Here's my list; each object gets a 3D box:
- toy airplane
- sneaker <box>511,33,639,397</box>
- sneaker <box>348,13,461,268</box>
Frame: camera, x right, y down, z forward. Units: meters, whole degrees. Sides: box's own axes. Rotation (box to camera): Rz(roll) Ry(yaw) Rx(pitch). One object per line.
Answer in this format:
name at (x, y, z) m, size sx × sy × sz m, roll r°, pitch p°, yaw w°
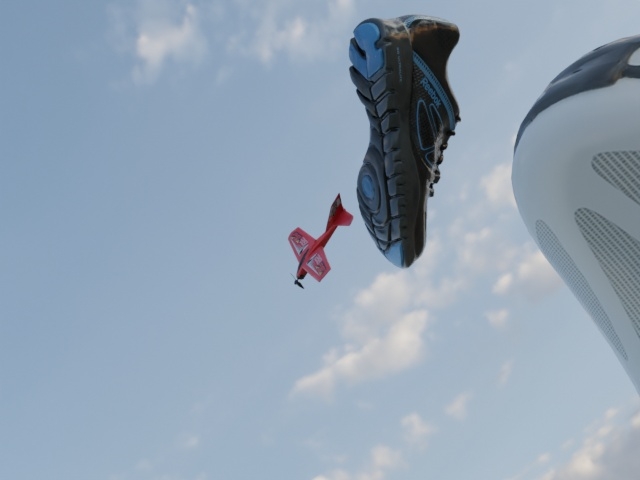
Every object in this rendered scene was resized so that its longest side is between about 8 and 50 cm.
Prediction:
toy airplane at (0.000, 0.000, 1.433) m, size 0.028 × 0.151 × 0.151 m, roll 22°, pitch -60°, yaw -28°
sneaker at (0.192, 0.135, 0.311) m, size 0.257 × 0.447 × 0.169 m, roll -39°, pitch -13°, yaw -29°
sneaker at (0.127, -0.125, 1.314) m, size 0.140 × 0.125 × 0.340 m, roll -14°, pitch -64°, yaw -25°
